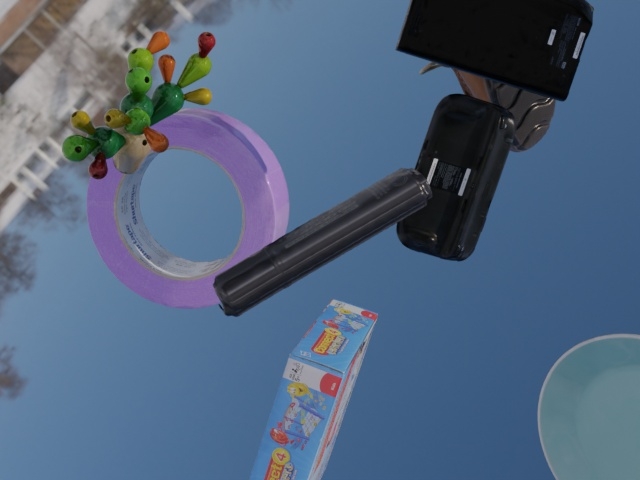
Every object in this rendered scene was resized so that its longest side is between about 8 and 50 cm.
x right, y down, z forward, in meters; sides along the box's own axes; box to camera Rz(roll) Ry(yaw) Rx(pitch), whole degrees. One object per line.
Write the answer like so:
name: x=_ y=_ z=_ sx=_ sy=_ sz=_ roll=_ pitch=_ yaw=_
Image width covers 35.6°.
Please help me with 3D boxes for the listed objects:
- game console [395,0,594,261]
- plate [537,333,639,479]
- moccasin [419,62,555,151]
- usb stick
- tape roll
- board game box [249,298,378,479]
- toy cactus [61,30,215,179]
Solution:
game console: x=0.175 y=-0.155 z=1.203 sx=0.044 sy=0.213 sz=0.362 roll=-85 pitch=-167 yaw=-79
plate: x=0.266 y=0.164 z=0.820 sx=0.188 sy=0.188 sz=0.024 roll=-26 pitch=175 yaw=43
moccasin: x=0.206 y=-0.286 z=1.372 sx=0.139 sy=0.380 sz=0.147 roll=-46 pitch=-152 yaw=-14
usb stick: x=0.000 y=0.000 z=1.158 sx=0.278 sy=0.045 sz=0.077 roll=-31 pitch=-157 yaw=-4
tape roll: x=-0.186 y=-0.046 z=1.413 sx=0.275 sy=0.275 sz=0.090 roll=-40 pitch=-177 yaw=17
board game box: x=-0.017 y=0.281 z=1.595 sx=0.302 sy=0.086 sz=0.308 roll=-42 pitch=151 yaw=-73
toy cactus: x=-0.201 y=-0.134 z=1.137 sx=0.219 sy=0.112 sz=0.180 roll=-55 pitch=177 yaw=-32
